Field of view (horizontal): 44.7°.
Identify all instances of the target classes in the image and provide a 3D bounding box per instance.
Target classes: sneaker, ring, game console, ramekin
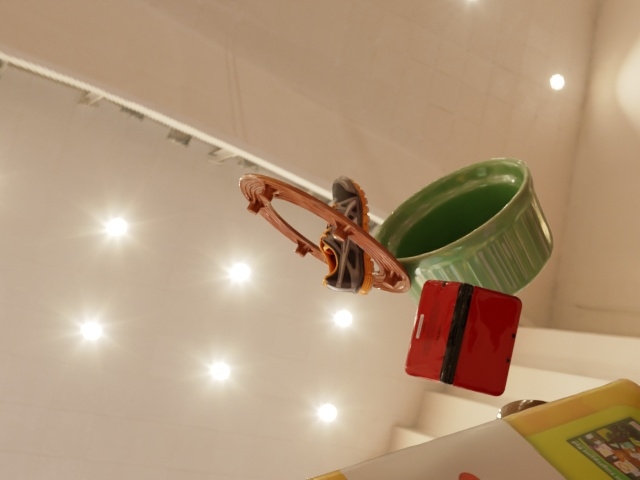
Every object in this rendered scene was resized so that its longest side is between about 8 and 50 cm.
[{"bbox_3d":[0.037,-0.012,1.315,0.083,0.084,0.214,-1,-114,-13],"label":"sneaker"},{"bbox_3d":[0.000,0.000,1.299,0.336,0.336,0.032,38,-104,-23],"label":"ring"},{"bbox_3d":[0.202,0.137,1.111,0.085,0.124,0.144,21,-101,-36],"label":"game console"},{"bbox_3d":[0.256,0.000,1.369,0.303,0.303,0.148,-42,-69,-24],"label":"ramekin"}]

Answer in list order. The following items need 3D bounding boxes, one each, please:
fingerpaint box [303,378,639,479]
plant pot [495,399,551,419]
[{"bbox_3d":[0.162,0.279,0.307,0.371,0.445,0.163,-6,-58,-36],"label":"fingerpaint box"},{"bbox_3d":[0.353,0.431,1.264,0.237,0.237,0.254,51,-127,-19],"label":"plant pot"}]
